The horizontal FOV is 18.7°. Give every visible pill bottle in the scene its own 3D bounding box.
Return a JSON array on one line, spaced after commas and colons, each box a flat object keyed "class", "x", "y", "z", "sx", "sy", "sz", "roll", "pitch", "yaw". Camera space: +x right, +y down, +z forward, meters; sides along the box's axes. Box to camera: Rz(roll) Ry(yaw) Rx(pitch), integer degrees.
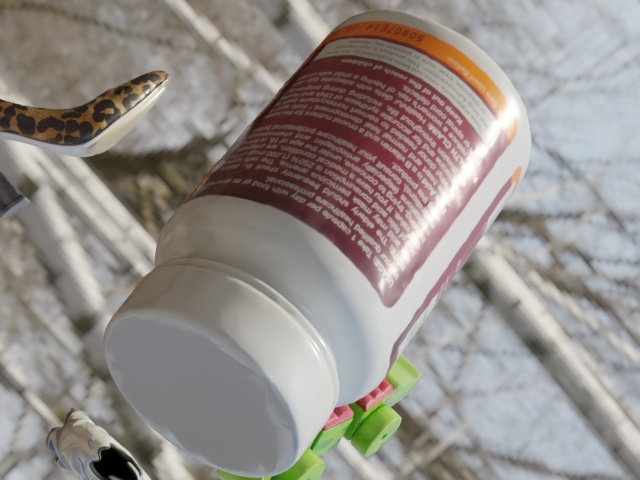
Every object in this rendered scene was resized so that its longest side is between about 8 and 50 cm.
[{"class": "pill bottle", "x": 0.000, "y": 0.000, "z": 1.655, "sx": 0.224, "sy": 0.224, "sz": 0.392, "roll": -18, "pitch": -154, "yaw": 49}]

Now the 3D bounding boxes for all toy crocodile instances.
[{"class": "toy crocodile", "x": 0.000, "y": 0.204, "z": 2.241, "sx": 0.340, "sy": 0.115, "sz": 0.105, "roll": -26, "pitch": 155, "yaw": -43}]

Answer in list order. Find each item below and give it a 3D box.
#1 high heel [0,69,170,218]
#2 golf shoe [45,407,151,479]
[{"class": "high heel", "x": -0.320, "y": -0.170, "z": 2.235, "sx": 0.261, "sy": 0.186, "sz": 0.093, "roll": -37, "pitch": 174, "yaw": -13}, {"class": "golf shoe", "x": -0.210, "y": 0.248, "z": 1.996, "sx": 0.086, "sy": 0.176, "sz": 0.069, "roll": 22, "pitch": -111, "yaw": 44}]
